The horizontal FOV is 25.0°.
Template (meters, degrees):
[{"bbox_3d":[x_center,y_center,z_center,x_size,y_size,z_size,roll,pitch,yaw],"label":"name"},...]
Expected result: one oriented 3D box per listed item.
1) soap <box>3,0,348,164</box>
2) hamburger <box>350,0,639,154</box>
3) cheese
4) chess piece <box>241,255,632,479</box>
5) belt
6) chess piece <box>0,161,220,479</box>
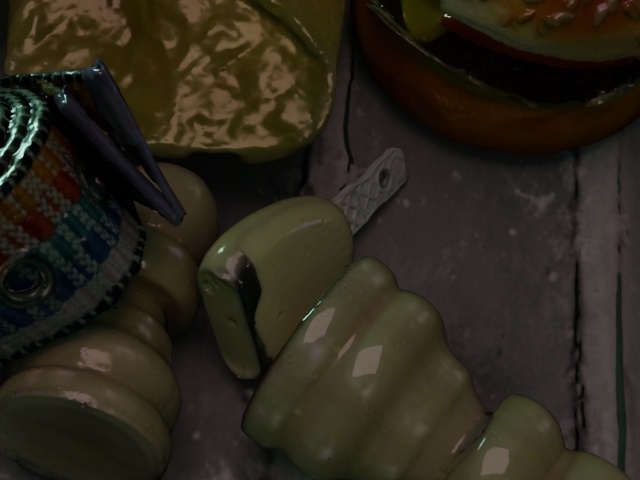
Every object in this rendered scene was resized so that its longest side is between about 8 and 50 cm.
[{"bbox_3d":[-0.122,-0.245,1.274,0.306,0.115,0.427,-6,47,3],"label":"soap"},{"bbox_3d":[0.191,-0.257,1.247,0.329,0.250,0.330,1,61,-3],"label":"hamburger"},{"bbox_3d":[0.000,0.000,1.180,0.054,0.127,0.251,11,40,36],"label":"cheese"},{"bbox_3d":[0.106,0.160,1.069,0.299,0.167,0.167,36,64,9],"label":"chess piece"},{"bbox_3d":[-0.267,-0.017,1.058,0.295,0.160,0.207,-5,44,40],"label":"belt"},{"bbox_3d":[-0.152,0.054,1.123,0.142,0.143,0.261,12,53,4],"label":"chess piece"}]
